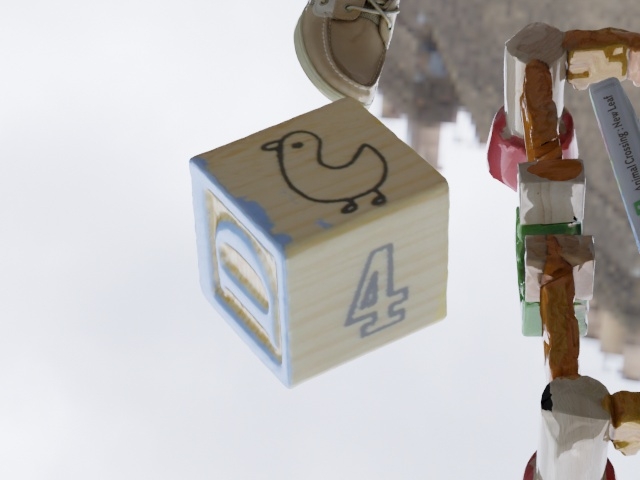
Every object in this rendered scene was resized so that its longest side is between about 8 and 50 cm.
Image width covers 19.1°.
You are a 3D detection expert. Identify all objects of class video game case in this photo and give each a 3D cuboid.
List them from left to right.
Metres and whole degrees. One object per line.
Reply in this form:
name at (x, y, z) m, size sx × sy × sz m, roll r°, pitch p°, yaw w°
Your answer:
video game case at (0.228, 0.031, 1.177) m, size 0.023 × 0.212 × 0.193 m, roll -23°, pitch -143°, yaw 13°

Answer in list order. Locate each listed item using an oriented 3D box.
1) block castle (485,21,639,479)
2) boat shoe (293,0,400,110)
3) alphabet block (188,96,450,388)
block castle at (0.301, 0.034, 1.581) m, size 0.303 × 0.213 × 0.453 m, roll -3°, pitch -129°, yaw 2°
boat shoe at (0.040, -0.270, 2.246) m, size 0.109 × 0.098 × 0.302 m, roll 29°, pitch -144°, yaw -21°
alphabet block at (0.000, 0.000, 1.939) m, size 0.197 × 0.193 × 0.192 m, roll -23°, pitch -135°, yaw -24°
